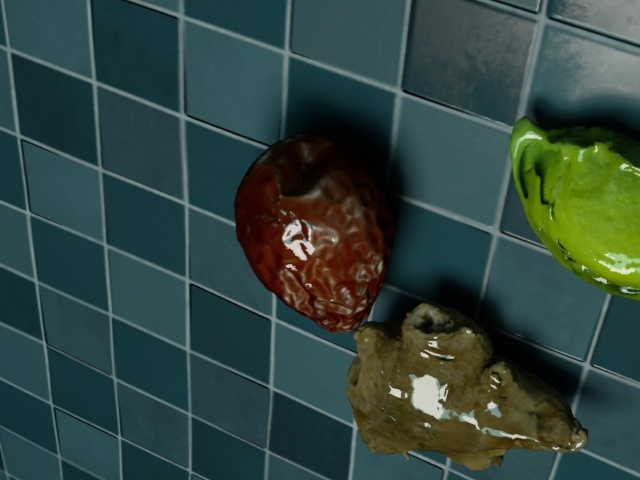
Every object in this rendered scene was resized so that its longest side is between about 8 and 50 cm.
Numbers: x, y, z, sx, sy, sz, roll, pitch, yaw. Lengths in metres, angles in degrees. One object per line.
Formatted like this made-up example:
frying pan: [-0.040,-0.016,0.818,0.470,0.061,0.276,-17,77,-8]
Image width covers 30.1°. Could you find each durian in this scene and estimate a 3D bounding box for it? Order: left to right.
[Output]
durian: [0.278,-0.020,1.061,0.250,0.101,0.139,19,97,21]

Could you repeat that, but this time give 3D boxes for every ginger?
ginger: [0.155,0.162,1.274,0.270,0.123,0.218,0,127,23]

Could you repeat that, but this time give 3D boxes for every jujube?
jujube: [0.000,0.000,1.238,0.168,0.168,0.236,15,146,25]
